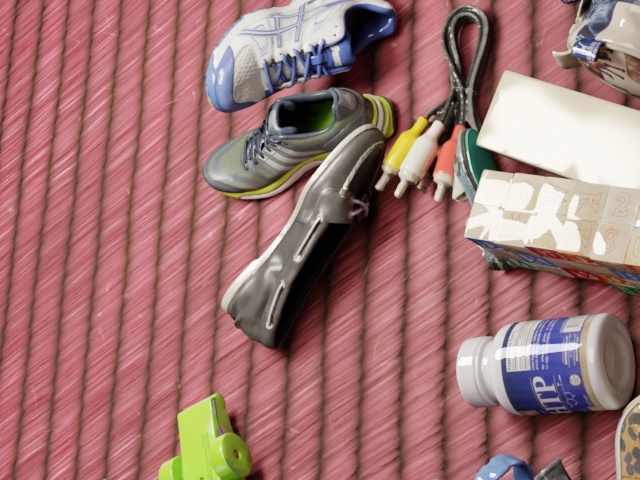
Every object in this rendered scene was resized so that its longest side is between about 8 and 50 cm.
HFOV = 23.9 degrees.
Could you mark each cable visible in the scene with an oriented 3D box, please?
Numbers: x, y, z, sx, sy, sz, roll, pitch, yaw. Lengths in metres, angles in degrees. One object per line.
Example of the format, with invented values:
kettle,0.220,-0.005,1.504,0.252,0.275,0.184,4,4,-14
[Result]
cable,0.176,-0.178,1.969,0.139,0.072,0.287,14,81,34

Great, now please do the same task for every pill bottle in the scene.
pill bottle,0.259,0.147,1.755,0.187,0.112,0.112,-9,68,35

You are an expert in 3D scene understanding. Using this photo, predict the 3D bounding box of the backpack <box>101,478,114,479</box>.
backpack,-0.294,0.438,1.956,0.213,0.263,0.276,-49,50,11

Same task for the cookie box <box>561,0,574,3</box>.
cookie box,0.349,-0.362,1.930,0.107,0.040,0.092,-13,66,32

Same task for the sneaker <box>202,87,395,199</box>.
sneaker,-0.050,-0.147,2.091,0.300,0.121,0.111,-22,60,29

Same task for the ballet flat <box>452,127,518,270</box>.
ballet flat,0.199,-0.047,1.887,0.070,0.070,0.188,-28,72,25

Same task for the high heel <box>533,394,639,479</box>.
high heel,0.390,0.259,1.657,0.261,0.093,0.186,-38,76,4

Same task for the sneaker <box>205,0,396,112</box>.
sneaker,-0.023,-0.265,2.054,0.296,0.112,0.131,-40,47,-24

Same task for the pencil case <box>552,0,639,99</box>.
pencil case,0.427,-0.371,1.798,0.183,0.160,0.410,20,86,19

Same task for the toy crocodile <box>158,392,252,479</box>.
toy crocodile,-0.127,0.359,1.978,0.115,0.105,0.340,-33,52,23

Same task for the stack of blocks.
stack of blocks,0.337,0.001,1.715,0.297,0.171,0.087,10,79,40

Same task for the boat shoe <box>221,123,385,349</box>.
boat shoe,0.000,0.000,2.018,0.095,0.112,0.335,43,106,21

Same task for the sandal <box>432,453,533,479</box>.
sandal,0.146,0.342,1.768,0.317,0.126,0.138,-19,59,21

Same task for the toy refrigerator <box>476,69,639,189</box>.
toy refrigerator,0.331,-0.115,1.818,0.269,0.094,0.102,23,94,41
